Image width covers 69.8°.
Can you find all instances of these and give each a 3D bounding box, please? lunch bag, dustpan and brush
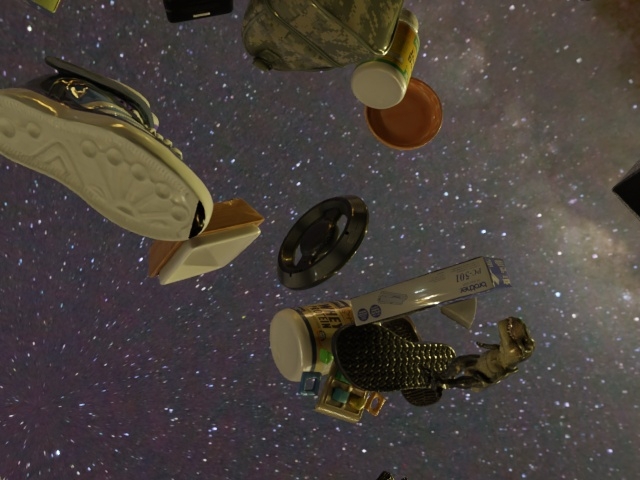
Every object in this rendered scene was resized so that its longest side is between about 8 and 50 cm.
[{"bbox_3d":[-0.002,-0.447,0.764,0.213,0.256,0.304,21,-99,-43],"label":"lunch bag"},{"bbox_3d":[0.478,0.171,1.537,0.147,0.060,0.211,32,-98,-22],"label":"dustpan and brush"}]

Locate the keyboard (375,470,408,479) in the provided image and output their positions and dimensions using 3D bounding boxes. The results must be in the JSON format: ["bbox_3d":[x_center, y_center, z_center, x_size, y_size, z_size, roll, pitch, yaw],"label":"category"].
[{"bbox_3d":[0.148,0.538,0.933,0.108,0.023,0.180,-37,-61,-22],"label":"keyboard"}]

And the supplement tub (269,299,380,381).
[{"bbox_3d":[0.019,0.315,1.495,0.317,0.228,0.228,-5,-105,-33],"label":"supplement tub"}]

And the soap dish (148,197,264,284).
[{"bbox_3d":[-0.314,0.001,1.209,0.229,0.291,0.118,-16,-102,-40],"label":"soap dish"}]

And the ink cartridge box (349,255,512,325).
[{"bbox_3d":[0.156,0.076,0.662,0.097,0.207,0.046,6,-115,-54],"label":"ink cartridge box"}]

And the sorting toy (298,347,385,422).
[{"bbox_3d":[0.090,0.418,1.310,0.348,0.047,0.195,32,-104,-36],"label":"sorting toy"}]

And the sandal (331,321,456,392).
[{"bbox_3d":[0.190,0.328,1.243,0.446,0.107,0.167,21,-107,-33],"label":"sandal"}]

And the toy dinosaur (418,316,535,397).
[{"bbox_3d":[0.202,0.180,0.624,0.118,0.268,0.063,-9,-119,0],"label":"toy dinosaur"}]

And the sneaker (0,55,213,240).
[{"bbox_3d":[-0.259,-0.141,0.652,0.323,0.130,0.236,26,-150,2],"label":"sneaker"}]

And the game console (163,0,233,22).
[{"bbox_3d":[-0.221,-0.451,0.803,0.122,0.107,0.071,-16,-97,-11],"label":"game console"}]

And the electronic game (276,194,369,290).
[{"bbox_3d":[0.000,0.000,0.907,0.048,0.229,0.229,43,-125,-29],"label":"electronic game"}]

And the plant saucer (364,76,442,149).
[{"bbox_3d":[0.211,-0.323,1.176,0.200,0.037,0.199,0,-100,-2],"label":"plant saucer"}]

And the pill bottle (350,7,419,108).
[{"bbox_3d":[0.146,-0.397,0.985,0.118,0.118,0.208,29,-118,-19],"label":"pill bottle"}]

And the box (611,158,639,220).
[{"bbox_3d":[0.616,-0.151,0.566,0.313,0.343,0.179,-31,-103,-34],"label":"box"}]

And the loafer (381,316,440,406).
[{"bbox_3d":[0.299,0.369,1.466,0.130,0.134,0.365,-69,-38,-65],"label":"loafer"}]

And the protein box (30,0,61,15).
[{"bbox_3d":[-0.317,-0.324,0.417,0.200,0.201,0.135,26,-84,-36],"label":"protein box"}]
